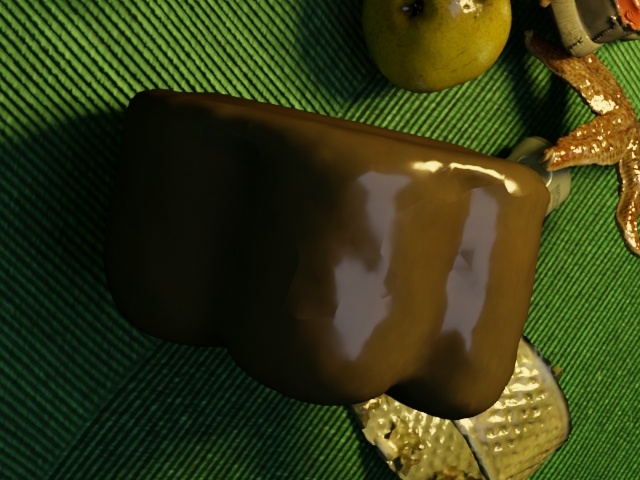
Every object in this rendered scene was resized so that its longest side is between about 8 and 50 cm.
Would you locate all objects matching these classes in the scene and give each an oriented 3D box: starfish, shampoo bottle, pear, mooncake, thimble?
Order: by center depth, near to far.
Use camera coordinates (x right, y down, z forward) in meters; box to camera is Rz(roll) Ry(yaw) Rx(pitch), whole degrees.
[{"bbox_3d":[0.000,0.000,1.191,0.467,0.467,0.262,9,99,-37],"label":"mooncake"},{"bbox_3d":[0.137,-0.276,1.403,0.198,0.198,0.198,-7,102,-35],"label":"pear"},{"bbox_3d":[0.167,0.208,1.456,0.150,0.271,0.271,-38,118,-24],"label":"thimble"},{"bbox_3d":[0.272,-0.067,1.592,0.234,0.087,0.118,-39,126,-25],"label":"shampoo bottle"},{"bbox_3d":[0.393,-0.152,1.603,0.327,0.094,0.375,19,55,-49],"label":"starfish"}]

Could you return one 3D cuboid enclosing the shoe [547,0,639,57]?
[{"bbox_3d":[0.451,-0.347,1.585,0.336,0.171,0.132,-26,99,-49],"label":"shoe"}]

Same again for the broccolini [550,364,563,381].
[{"bbox_3d":[0.297,0.249,1.680,0.202,0.068,0.091,-44,101,-23],"label":"broccolini"}]

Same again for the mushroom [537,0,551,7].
[{"bbox_3d":[0.335,-0.467,1.391,0.334,0.356,0.331,-2,115,-29],"label":"mushroom"}]
